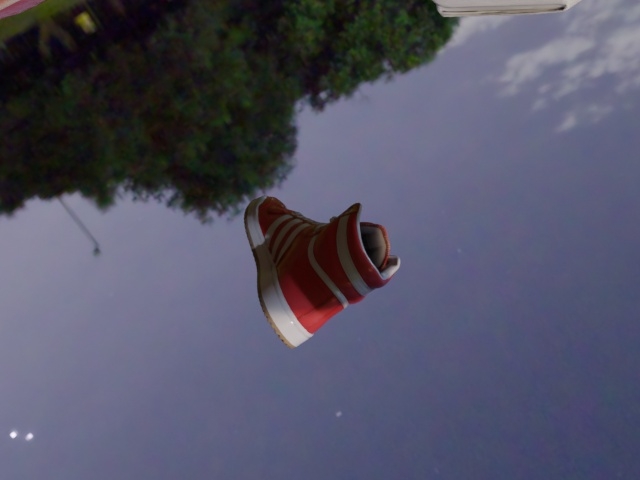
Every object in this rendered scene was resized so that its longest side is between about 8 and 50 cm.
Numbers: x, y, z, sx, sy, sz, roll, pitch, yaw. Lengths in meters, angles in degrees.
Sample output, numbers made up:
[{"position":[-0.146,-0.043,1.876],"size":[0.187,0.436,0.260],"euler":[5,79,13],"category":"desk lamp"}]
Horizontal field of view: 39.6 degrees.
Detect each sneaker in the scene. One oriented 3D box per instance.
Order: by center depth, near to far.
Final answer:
[{"position":[0.000,0.000,0.447],"size":[0.067,0.042,0.118],"euler":[-33,-149,9],"category":"sneaker"}]

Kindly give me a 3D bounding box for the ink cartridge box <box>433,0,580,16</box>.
[{"position":[0.123,-0.196,0.436],"size":[0.072,0.127,0.175],"euler":[11,-145,39],"category":"ink cartridge box"}]

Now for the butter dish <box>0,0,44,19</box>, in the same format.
[{"position":[-0.156,-0.171,0.356],"size":[0.160,0.118,0.160],"euler":[-7,169,38],"category":"butter dish"}]
